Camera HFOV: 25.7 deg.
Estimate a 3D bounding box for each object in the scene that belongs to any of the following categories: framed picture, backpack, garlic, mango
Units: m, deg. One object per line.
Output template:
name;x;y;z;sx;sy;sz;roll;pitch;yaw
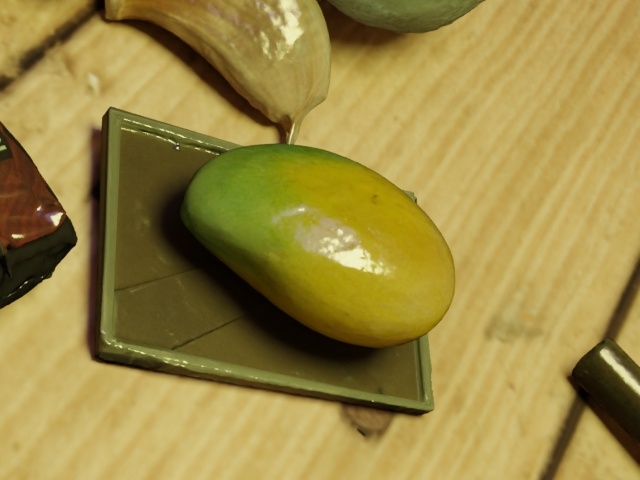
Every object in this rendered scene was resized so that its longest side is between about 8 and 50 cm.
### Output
framed picture;-0.033;0.017;0.979;0.260;0.023;0.189;13;57;-27
backpack;-0.226;-0.004;0.809;0.120;0.106;0.165;51;42;0
garlic;-0.057;-0.149;1.062;0.198;0.090;0.128;48;68;-9
mango;0.000;0.000;0.945;0.195;0.092;0.130;18;54;-14

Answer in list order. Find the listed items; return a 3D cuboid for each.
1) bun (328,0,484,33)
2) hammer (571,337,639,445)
bun;0.044;-0.347;1.133;0.362;0.211;0.362;36;32;-28
hammer;0.358;0.239;1.037;0.440;0.168;0.044;47;41;14
